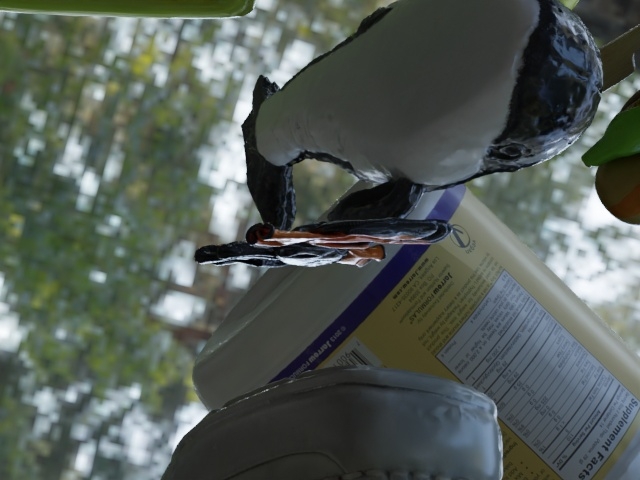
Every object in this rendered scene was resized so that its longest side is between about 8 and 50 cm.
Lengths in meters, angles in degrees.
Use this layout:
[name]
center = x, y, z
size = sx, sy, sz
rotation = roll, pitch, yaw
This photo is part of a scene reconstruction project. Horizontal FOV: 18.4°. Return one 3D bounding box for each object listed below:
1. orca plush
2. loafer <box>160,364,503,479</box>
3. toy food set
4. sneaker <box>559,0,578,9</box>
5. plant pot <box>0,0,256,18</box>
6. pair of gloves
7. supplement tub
[orca plush]
center = 0.059, -0.046, 0.939
size = 0.287, 0.102, 0.151
rotation = -30, -140, 54
[loafer]
center = -0.027, 0.146, 0.715
size = 0.319, 0.112, 0.111
rotation = 127, -31, -51
[toy food set]
center = 0.227, -0.040, 1.175
size = 0.132, 0.192, 0.038
rotation = -34, -166, 41
[sneaker]
center = 0.130, -0.199, 0.932
size = 0.081, 0.094, 0.208
rotation = 160, -60, -64
[plant pot]
center = -0.135, -0.259, 0.950
size = 0.227, 0.228, 0.207
rotation = 92, 2, -55
[pair of gloves]
center = 0.000, 0.000, 0.685
size = 0.083, 0.074, 0.010
rotation = -16, -105, 62
[supplement tub]
center = 0.101, 0.126, 1.384
size = 0.241, 0.331, 0.241
rotation = -45, -174, 6
